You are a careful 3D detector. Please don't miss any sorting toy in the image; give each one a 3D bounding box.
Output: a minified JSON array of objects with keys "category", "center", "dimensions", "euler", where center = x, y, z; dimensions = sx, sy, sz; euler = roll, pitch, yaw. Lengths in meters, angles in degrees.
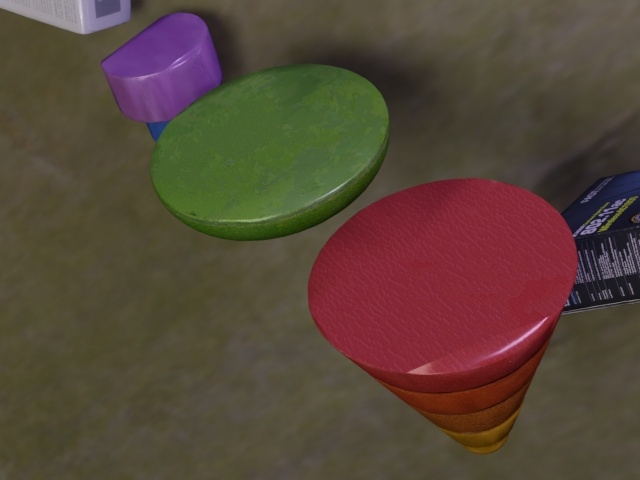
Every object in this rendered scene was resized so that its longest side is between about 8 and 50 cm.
[{"category":"sorting toy","center":[0.000,0.000,0.771],"dimensions":[0.365,0.127,0.126],"euler":[39,156,46]}]

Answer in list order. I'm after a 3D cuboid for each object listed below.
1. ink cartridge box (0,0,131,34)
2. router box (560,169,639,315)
[{"category":"ink cartridge box","center":[-0.188,-0.213,0.882],"dimensions":[0.179,0.045,0.145],"euler":[25,127,40]},{"category":"router box","center":[0.164,-0.006,0.716],"dimensions":[0.092,0.122,0.038],"euler":[-13,102,34]}]
